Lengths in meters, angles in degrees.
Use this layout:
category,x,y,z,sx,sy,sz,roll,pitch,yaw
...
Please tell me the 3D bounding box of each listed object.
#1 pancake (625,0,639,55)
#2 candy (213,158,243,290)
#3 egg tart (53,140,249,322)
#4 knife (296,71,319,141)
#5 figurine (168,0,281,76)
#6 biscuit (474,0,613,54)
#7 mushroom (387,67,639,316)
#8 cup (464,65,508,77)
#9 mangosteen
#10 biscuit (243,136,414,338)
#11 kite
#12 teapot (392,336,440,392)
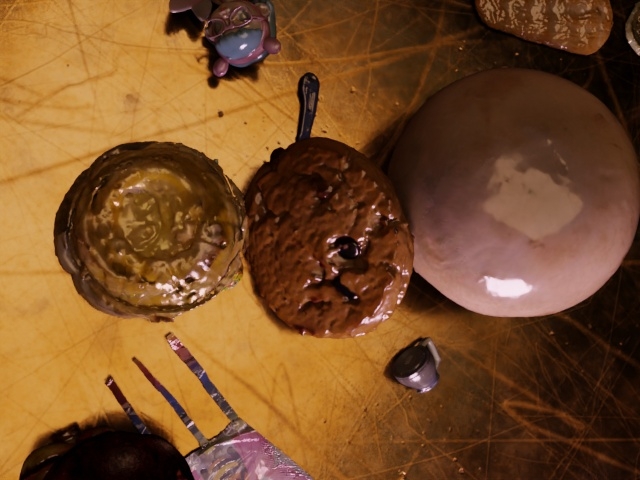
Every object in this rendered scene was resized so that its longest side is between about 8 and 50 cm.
category,x,y,z,sx,sy,sz,roll,pitch,yaw
pancake,0.563,-0.356,1.593,0.108,0.017,0.108,1,82,-11
candy,-0.149,-0.025,1.391,0.060,0.060,0.201,-3,78,-13
egg tart,-0.240,-0.019,1.318,0.278,0.095,0.279,0,80,0
knife,-0.022,-0.197,1.443,0.031,0.018,0.121,10,85,-20
figurine,-0.119,-0.385,1.383,0.205,0.103,0.260,-19,86,11
biscuit,0.368,-0.382,1.542,0.247,0.029,0.119,12,84,-12
mushroom,0.274,-0.066,1.370,0.362,0.294,0.363,0,81,1
cup,0.249,-0.225,1.474,0.099,0.074,0.102,-11,116,-16
mangosteen,-0.287,0.345,1.259,0.228,0.228,0.265,-43,56,-12
biscuit,-0.001,0.001,1.324,0.075,0.295,0.296,-18,90,-55
kite,-0.157,0.309,1.375,0.204,0.022,0.360,-34,98,-13
teapot,0.155,0.193,1.441,0.057,0.066,0.088,52,53,-25
